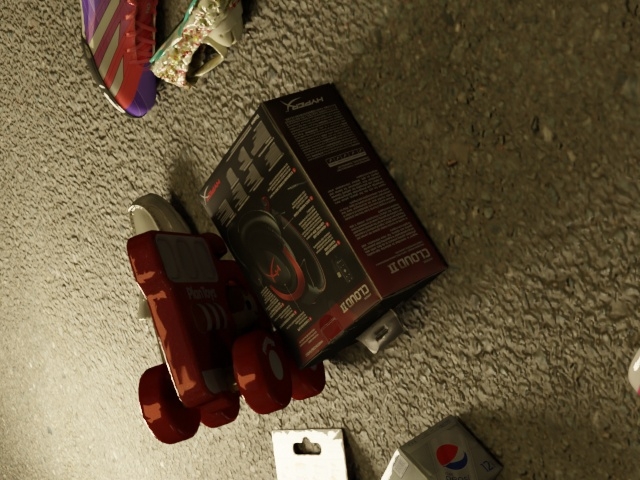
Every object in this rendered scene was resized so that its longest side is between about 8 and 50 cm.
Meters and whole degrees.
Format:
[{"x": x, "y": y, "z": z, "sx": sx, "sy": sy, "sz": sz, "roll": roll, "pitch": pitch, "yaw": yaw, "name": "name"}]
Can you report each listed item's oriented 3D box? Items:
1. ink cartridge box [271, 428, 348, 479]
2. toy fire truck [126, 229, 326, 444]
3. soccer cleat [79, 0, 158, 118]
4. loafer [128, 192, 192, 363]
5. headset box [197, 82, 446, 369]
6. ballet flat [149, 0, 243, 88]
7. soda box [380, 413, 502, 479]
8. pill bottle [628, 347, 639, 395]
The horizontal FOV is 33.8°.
[{"x": 0.010, "y": 0.385, "z": 1.503, "sx": 0.189, "sy": 0.066, "sz": 0.232, "roll": -15, "pitch": 75, "yaw": 54, "name": "ink cartridge box"}, {"x": -0.130, "y": 0.107, "z": 1.351, "sx": 0.169, "sy": 0.302, "sz": 0.254, "roll": -20, "pitch": 83, "yaw": 17, "name": "toy fire truck"}, {"x": -0.267, "y": -0.318, "z": 1.435, "sx": 0.116, "sy": 0.108, "sz": 0.318, "roll": -2, "pitch": 116, "yaw": 23, "name": "soccer cleat"}, {"x": -0.223, "y": 0.088, "z": 1.571, "sx": 0.112, "sy": 0.111, "sz": 0.319, "roll": -18, "pitch": 93, "yaw": 53, "name": "loafer"}, {"x": 0.000, "y": 0.000, "z": 1.248, "sx": 0.293, "sy": 0.110, "sz": 0.218, "roll": 58, "pitch": 143, "yaw": 12, "name": "headset box"}, {"x": -0.142, "y": -0.267, "z": 1.332, "sx": 0.077, "sy": 0.091, "sz": 0.241, "roll": 38, "pitch": 149, "yaw": -11, "name": "ballet flat"}, {"x": 0.114, "y": 0.344, "z": 1.294, "sx": 0.091, "sy": 0.098, "sz": 0.286, "roll": 45, "pitch": 138, "yaw": 26, "name": "soda box"}, {"x": 0.389, "y": 0.149, "z": 0.795, "sx": 0.283, "sy": 0.160, "sz": 0.160, "roll": 47, "pitch": 139, "yaw": 26, "name": "pill bottle"}]
